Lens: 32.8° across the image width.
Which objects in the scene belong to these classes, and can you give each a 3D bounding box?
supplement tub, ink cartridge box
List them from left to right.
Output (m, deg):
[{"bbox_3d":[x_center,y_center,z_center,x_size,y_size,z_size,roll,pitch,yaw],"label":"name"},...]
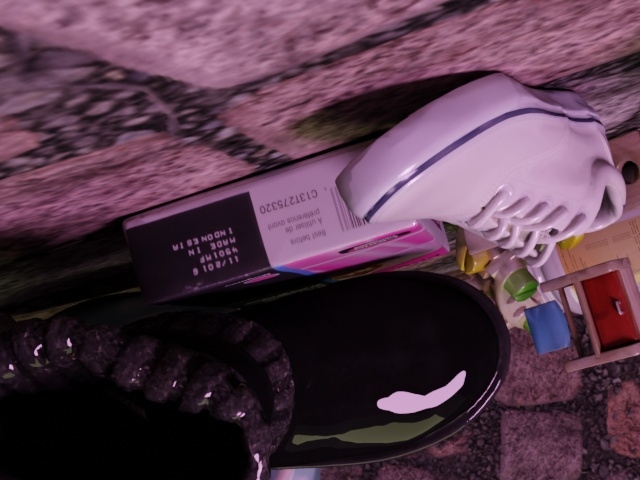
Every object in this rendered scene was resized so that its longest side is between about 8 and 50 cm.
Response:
[{"bbox_3d":[0.000,0.000,0.821,0.175,0.069,0.371,-17,175,9],"label":"ink cartridge box"},{"bbox_3d":[0.323,-0.001,1.202,0.199,0.144,0.144,-20,172,28],"label":"supplement tub"}]

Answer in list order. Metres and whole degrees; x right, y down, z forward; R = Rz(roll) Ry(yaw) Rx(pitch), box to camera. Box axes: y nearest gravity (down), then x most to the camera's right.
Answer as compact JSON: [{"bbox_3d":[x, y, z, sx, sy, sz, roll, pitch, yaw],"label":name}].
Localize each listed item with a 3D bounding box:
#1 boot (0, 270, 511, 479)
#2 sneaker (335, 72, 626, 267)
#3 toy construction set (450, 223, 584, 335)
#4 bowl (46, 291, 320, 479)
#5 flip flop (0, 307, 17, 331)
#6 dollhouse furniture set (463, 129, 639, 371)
[{"bbox_3d":[-0.030,0.092,0.662,0.347,0.131,0.260,-12,173,-5],"label":"boot"},{"bbox_3d":[0.111,-0.033,0.613,0.258,0.091,0.094,-14,157,-51],"label":"sneaker"},{"bbox_3d":[0.105,0.072,1.117,0.327,0.151,0.215,-15,144,-6],"label":"toy construction set"},{"bbox_3d":[-0.126,0.165,0.879,0.311,0.312,0.163,-14,163,-23],"label":"bowl"},{"bbox_3d":[-0.327,0.102,0.730,0.277,0.112,0.080,-24,-156,7],"label":"flip flop"},{"bbox_3d":[0.218,0.014,0.912,0.129,0.184,0.129,-23,171,41],"label":"dollhouse furniture set"}]
